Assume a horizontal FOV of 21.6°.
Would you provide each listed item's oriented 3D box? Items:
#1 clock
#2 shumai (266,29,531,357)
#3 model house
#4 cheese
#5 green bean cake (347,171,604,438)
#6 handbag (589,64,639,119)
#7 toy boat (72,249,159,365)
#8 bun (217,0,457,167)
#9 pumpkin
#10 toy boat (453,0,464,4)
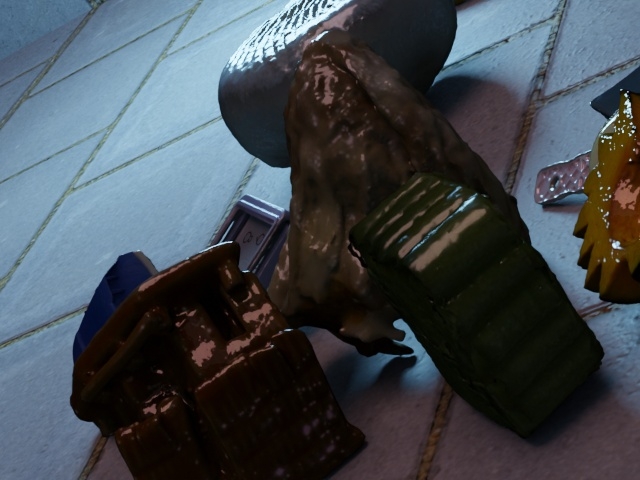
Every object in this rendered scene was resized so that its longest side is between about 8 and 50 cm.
[{"bbox_3d":[-0.084,0.054,1.837,0.193,0.073,0.144,-58,23,-4],"label":"clock"},{"bbox_3d":[0.021,-0.024,1.624,0.262,0.314,0.267,-42,33,-6],"label":"shumai"},{"bbox_3d":[-0.101,0.160,1.565,0.199,0.220,0.229,-32,64,-16],"label":"model house"},{"bbox_3d":[0.286,-0.078,1.634,0.255,0.050,0.127,-16,61,60],"label":"cheese"},{"bbox_3d":[0.129,0.048,1.425,0.113,0.200,0.214,-38,22,-6],"label":"green bean cake"},{"bbox_3d":[0.397,-0.167,1.696,0.221,0.057,0.144,-38,28,-10],"label":"handbag"},{"bbox_3d":[-0.214,0.128,1.822,0.088,0.129,0.295,-19,-21,-28],"label":"toy boat"},{"bbox_3d":[0.036,-0.233,2.185,0.354,0.194,0.354,-33,19,13],"label":"bun"},{"bbox_3d":[0.311,-0.007,1.448,0.254,0.149,0.130,-85,9,-55],"label":"pumpkin"},{"bbox_3d":[0.179,-0.392,2.456,0.229,0.088,0.089,-16,27,42],"label":"toy boat"}]
